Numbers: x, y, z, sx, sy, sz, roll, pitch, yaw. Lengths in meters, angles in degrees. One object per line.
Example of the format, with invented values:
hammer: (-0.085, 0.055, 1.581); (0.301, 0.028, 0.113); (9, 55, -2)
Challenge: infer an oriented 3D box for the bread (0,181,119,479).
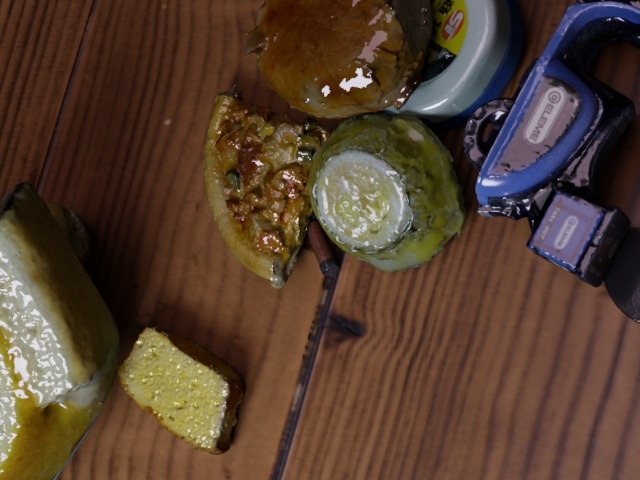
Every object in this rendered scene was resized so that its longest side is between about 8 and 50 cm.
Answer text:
bread: (-0.378, 0.150, 1.492); (0.264, 0.239, 0.395); (41, 112, -9)

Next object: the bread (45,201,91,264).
bread: (-0.359, 0.002, 1.643); (0.110, 0.156, 0.103); (-6, 78, -5)

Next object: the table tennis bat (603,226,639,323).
table tennis bat: (0.355, 0.054, 1.272); (0.095, 0.014, 0.158); (-41, 60, 13)

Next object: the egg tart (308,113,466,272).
egg tart: (0.062, -0.048, 1.391); (0.197, 0.078, 0.197); (12, 113, 30)

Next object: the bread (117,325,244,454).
bread: (-0.163, 0.181, 1.502); (0.187, 0.065, 0.103); (28, 94, 35)

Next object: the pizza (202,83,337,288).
pizza: (-0.065, -0.085, 1.500); (0.197, 0.058, 0.292); (-29, 61, 30)

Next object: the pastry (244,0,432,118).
pastry: (0.029, -0.236, 1.370); (0.218, 0.100, 0.229); (-44, 55, 15)

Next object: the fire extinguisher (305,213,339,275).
fire extinguisher: (0.000, 0.000, 1.477); (0.028, 0.022, 0.083); (-54, 50, 51)

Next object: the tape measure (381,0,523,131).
tape measure: (0.153, -0.292, 1.412); (0.215, 0.098, 0.351); (36, 104, 32)

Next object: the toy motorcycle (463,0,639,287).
toy motorcycle: (0.295, -0.149, 1.298); (0.212, 0.125, 0.359); (28, 93, 25)
